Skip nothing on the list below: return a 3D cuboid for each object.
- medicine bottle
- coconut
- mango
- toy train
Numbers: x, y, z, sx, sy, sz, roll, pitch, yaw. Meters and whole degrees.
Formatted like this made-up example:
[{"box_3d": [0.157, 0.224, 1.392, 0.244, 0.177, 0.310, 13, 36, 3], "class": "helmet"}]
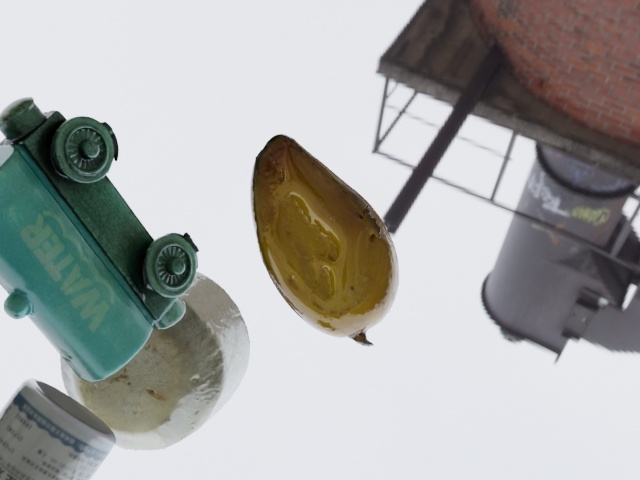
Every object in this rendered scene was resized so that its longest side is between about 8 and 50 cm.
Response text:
[{"box_3d": [-0.365, 0.294, 1.212, 0.139, 0.139, 0.237, 35, -97, 18], "class": "medicine bottle"}, {"box_3d": [-0.221, 0.158, 1.414, 0.238, 0.237, 0.266, 15, -166, 6], "class": "coconut"}, {"box_3d": [0.000, 0.000, 0.818, 0.101, 0.066, 0.187, -34, -104, 9], "class": "mango"}, {"box_3d": [-0.212, 0.006, 0.872, 0.101, 0.248, 0.159, 1, -136, 45], "class": "toy train"}]
